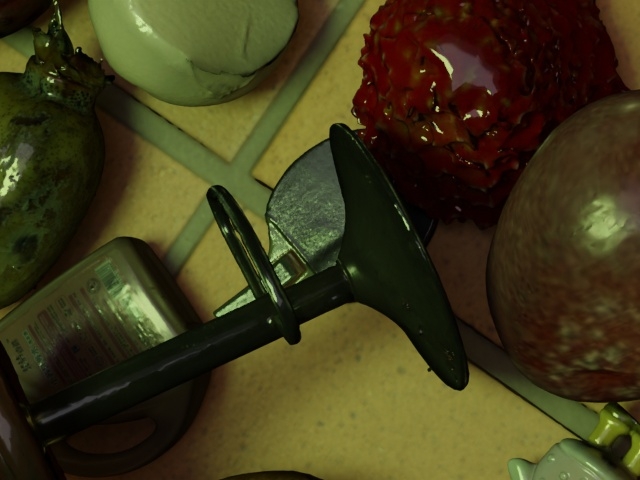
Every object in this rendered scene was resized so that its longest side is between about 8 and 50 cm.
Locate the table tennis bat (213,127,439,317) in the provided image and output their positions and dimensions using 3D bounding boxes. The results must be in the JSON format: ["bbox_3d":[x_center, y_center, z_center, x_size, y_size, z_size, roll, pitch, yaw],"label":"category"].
[{"bbox_3d":[0.000,0.000,1.598,0.220,0.019,0.130,-40,76,6],"label":"table tennis bat"}]

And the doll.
[{"bbox_3d":[0.184,0.222,1.496,0.129,0.081,0.207,38,97,23],"label":"doll"}]

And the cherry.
[{"bbox_3d":[0.250,0.000,1.424,0.236,0.213,0.285,36,126,-13],"label":"cherry"}]

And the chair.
[{"bbox_3d":[-0.115,0.097,1.439,0.401,0.226,0.226,-26,78,-7],"label":"chair"}]

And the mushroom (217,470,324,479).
[{"bbox_3d":[-0.041,0.272,1.521,0.231,0.138,0.194,-11,124,20],"label":"mushroom"}]

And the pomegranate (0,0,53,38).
[{"bbox_3d":[-0.322,-0.311,1.607,0.242,0.242,0.306,-11,76,13],"label":"pomegranate"}]

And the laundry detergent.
[{"bbox_3d":[-0.204,0.125,1.609,0.237,0.076,0.171,-37,80,8],"label":"laundry detergent"}]

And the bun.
[{"bbox_3d":[-0.111,-0.186,1.586,0.120,0.173,0.173,-33,72,55],"label":"bun"}]

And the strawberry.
[{"bbox_3d":[0.132,-0.127,1.493,0.234,0.178,0.234,0,86,5],"label":"strawberry"}]

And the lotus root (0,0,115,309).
[{"bbox_3d":[-0.248,-0.064,1.602,0.154,0.154,0.278,31,98,15],"label":"lotus root"}]
